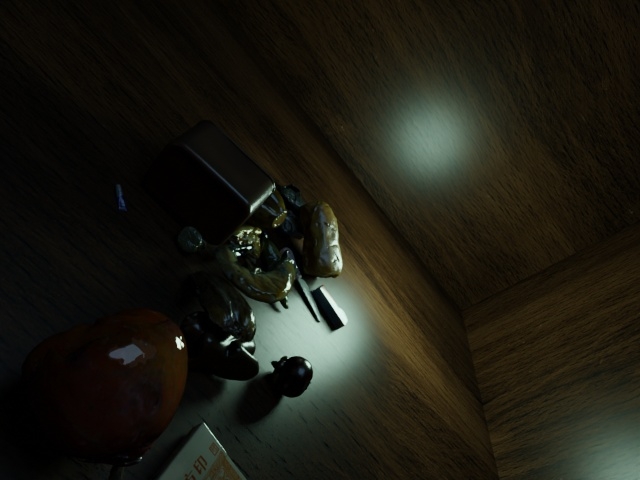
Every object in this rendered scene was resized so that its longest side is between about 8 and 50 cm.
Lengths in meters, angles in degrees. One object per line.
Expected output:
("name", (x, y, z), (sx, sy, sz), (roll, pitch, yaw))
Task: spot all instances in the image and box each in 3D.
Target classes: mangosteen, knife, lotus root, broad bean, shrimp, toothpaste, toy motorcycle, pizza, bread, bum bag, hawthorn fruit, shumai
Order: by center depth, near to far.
("hawthorn fruit", (-0.375, 0.286, 0.780), (0.276, 0.276, 0.307), (-4, 84, -64))
("lotus root", (-0.267, 0.157, 1.196), (0.167, 0.078, 0.329), (41, -2, -40))
("toothpaste", (-0.569, -0.121, 1.223), (0.024, 0.015, 0.083), (6, 58, -51))
("mangosteen", (-0.094, 0.412, 1.326), (0.140, 0.140, 0.140), (43, 26, -27))
("shumai", (-0.402, 0.003, 1.343), (0.080, 0.082, 0.083), (129, -55, -75))
("shrimp", (-0.199, 0.084, 1.451), (0.272, 0.085, 0.445), (34, 17, 5))
("pizza", (-0.263, 0.012, 1.585), (0.182, 0.063, 0.161), (12, 54, -61))
("lotus root", (-0.261, -0.158, 1.638), (0.291, 0.193, 0.193), (42, 23, 3))
("broad bean", (-0.171, 0.102, 1.640), (0.077, 0.061, 0.339), (9, 50, -50))
("knife", (-0.078, 0.182, 1.771), (0.335, 0.043, 0.081), (63, 17, 1))
("toothpaste", (0.044, 0.282, 1.844), (0.193, 0.044, 0.070), (56, 22, 1))
("bread", (0.004, -0.002, 1.895), (0.195, 0.149, 0.343), (23, 58, -60))
("toy motorcycle", (-0.130, -0.078, 1.946), (0.225, 0.073, 0.152), (9, 48, -59))
("bum bag", (-0.089, -0.165, 2.132), (0.326, 0.080, 0.142), (48, 28, -19))

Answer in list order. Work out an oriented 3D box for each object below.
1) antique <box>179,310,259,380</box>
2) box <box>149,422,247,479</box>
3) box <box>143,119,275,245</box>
("antique", (-0.272, 0.272, 1.150), (0.257, 0.121, 0.143), (34, 26, -42))
("box", (-0.209, 0.603, 0.918), (0.365, 0.051, 0.204), (54, 23, -4))
("box", (-0.357, -0.184, 1.403), (0.339, 0.239, 0.229), (43, 28, -11))
